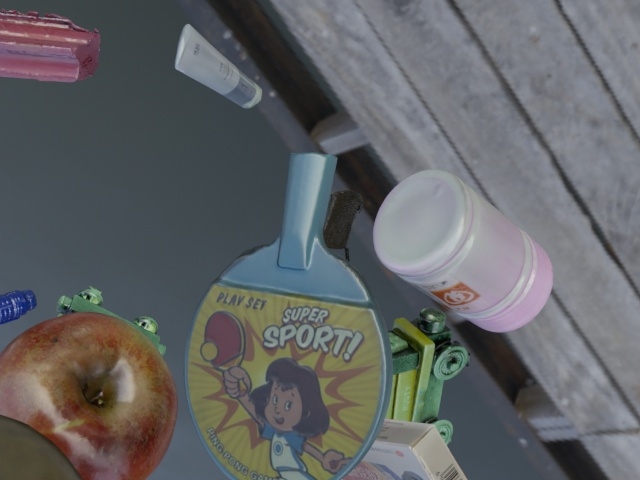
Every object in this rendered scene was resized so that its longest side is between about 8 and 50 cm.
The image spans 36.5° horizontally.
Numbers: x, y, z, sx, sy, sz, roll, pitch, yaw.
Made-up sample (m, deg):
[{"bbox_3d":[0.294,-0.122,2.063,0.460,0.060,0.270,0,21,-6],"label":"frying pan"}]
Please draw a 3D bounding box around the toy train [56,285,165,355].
[{"bbox_3d":[-0.467,0.210,2.086,0.253,0.105,0.157,30,122,-21],"label":"toy train"}]

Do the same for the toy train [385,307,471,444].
[{"bbox_3d":[0.178,0.339,2.146,0.160,0.253,0.397,41,133,49],"label":"toy train"}]

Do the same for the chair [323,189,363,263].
[{"bbox_3d":[0.000,0.000,1.908,0.149,0.174,0.213,12,91,36],"label":"chair"}]

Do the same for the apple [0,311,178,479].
[{"bbox_3d":[-0.428,0.302,1.735,0.348,0.348,0.277,45,145,-14],"label":"apple"}]

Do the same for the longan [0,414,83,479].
[{"bbox_3d":[-0.478,0.413,1.323,0.361,0.361,0.361,17,137,17],"label":"longan"}]

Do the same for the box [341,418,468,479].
[{"bbox_3d":[0.119,0.392,1.607,0.214,0.069,0.353,58,151,-11],"label":"box"}]

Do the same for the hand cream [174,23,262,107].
[{"bbox_3d":[-0.184,-0.302,1.744,0.048,0.079,0.255,6,170,27],"label":"hand cream"}]

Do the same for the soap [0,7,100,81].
[{"bbox_3d":[-0.583,-0.401,2.006,0.250,0.162,0.099,4,122,-10],"label":"soap"}]

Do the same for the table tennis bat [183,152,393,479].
[{"bbox_3d":[-0.029,0.080,0.920,0.215,0.044,0.329,8,91,25],"label":"table tennis bat"}]

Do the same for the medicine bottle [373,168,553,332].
[{"bbox_3d":[0.262,0.025,1.761,0.202,0.202,0.316,-12,148,39],"label":"medicine bottle"}]

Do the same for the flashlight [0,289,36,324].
[{"bbox_3d":[-0.342,0.078,0.970,0.057,0.121,0.035,24,120,39],"label":"flashlight"}]
